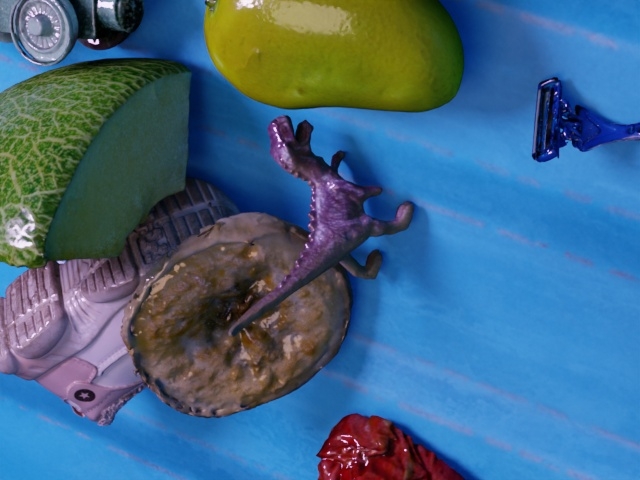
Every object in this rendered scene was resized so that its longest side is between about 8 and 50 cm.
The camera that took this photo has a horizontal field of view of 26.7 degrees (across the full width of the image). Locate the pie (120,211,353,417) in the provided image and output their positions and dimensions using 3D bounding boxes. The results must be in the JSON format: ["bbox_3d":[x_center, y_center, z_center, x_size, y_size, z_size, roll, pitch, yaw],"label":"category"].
[{"bbox_3d":[-0.093,0.090,1.535,0.274,0.055,0.274,-10,124,-15],"label":"pie"}]

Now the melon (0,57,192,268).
[{"bbox_3d":[-0.333,-0.072,1.551,0.343,0.331,0.226,4,145,31],"label":"melon"}]

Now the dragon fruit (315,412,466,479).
[{"bbox_3d":[0.064,0.376,1.621,0.240,0.302,0.330,-28,81,64],"label":"dragon fruit"}]

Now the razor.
[{"bbox_3d":[0.371,-0.126,1.316,0.324,0.093,0.056,-5,149,24],"label":"razor"}]

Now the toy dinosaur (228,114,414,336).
[{"bbox_3d":[-0.002,-0.001,1.471,0.072,0.199,0.251,2,78,58],"label":"toy dinosaur"}]

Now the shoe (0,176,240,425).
[{"bbox_3d":[-0.221,0.075,1.628,0.351,0.172,0.198,-30,128,15],"label":"shoe"}]

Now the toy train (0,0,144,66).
[{"bbox_3d":[-0.335,-0.321,1.521,0.304,0.150,0.222,9,108,24],"label":"toy train"}]

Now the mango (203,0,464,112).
[{"bbox_3d":[0.011,-0.220,1.381,0.273,0.149,0.185,4,132,21],"label":"mango"}]
